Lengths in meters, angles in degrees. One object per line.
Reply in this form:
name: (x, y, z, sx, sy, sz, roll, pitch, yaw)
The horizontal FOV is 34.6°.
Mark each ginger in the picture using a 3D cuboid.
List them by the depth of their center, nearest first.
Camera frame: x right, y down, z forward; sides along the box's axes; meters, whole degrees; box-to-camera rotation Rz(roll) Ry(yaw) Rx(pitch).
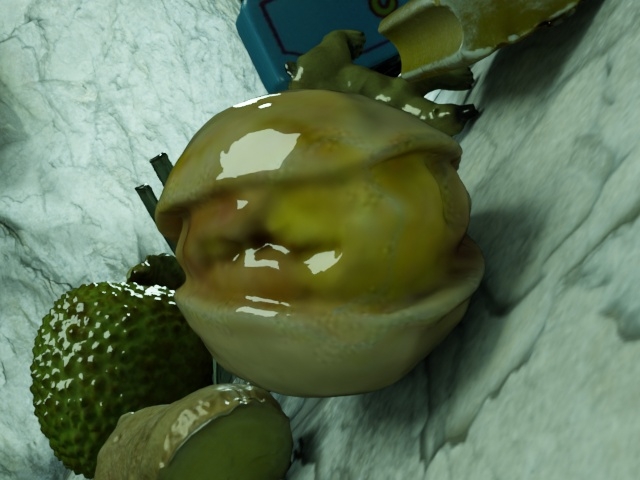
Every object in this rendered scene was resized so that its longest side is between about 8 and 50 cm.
ginger: (-0.136, 0.226, 0.945, 0.354, 0.126, 0.190, -43, 48, 45)

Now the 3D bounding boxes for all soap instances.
soap: (0.135, -0.198, 0.876, 0.140, 0.073, 0.232, -28, 8, -7)

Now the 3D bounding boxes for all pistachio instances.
pistachio: (0.000, 0.000, 0.743, 0.230, 0.230, 0.309, -62, 15, -13)

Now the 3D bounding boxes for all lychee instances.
lychee: (-0.273, 0.174, 1.436, 0.270, 0.270, 0.320, 149, 115, -70)

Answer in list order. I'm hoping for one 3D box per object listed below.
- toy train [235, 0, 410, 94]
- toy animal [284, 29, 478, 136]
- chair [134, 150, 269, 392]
toy train: (0.029, -0.305, 1.167, 0.300, 0.265, 0.188, -27, 6, -6)
toy animal: (0.056, -0.140, 1.003, 0.101, 0.219, 0.103, -25, -46, -64)
chair: (-0.071, 0.034, 1.020, 0.191, 0.274, 0.203, -20, 15, 5)
